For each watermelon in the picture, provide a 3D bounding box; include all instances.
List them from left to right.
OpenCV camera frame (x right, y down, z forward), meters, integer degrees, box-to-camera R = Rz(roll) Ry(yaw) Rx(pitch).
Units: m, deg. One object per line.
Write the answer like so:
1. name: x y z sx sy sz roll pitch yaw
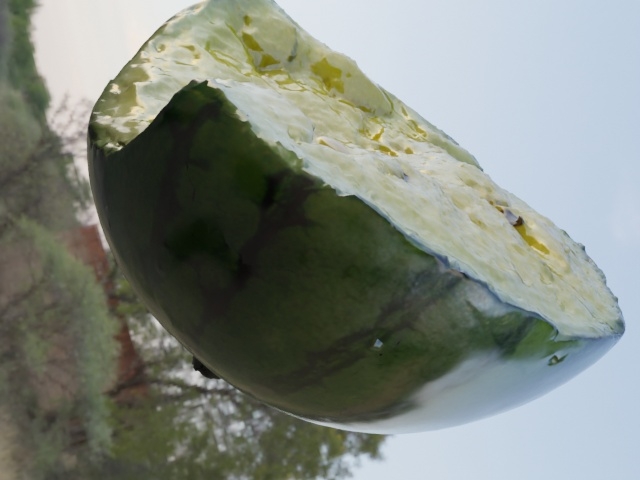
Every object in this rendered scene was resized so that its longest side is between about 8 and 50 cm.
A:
1. watermelon: 0.000 0.000 0.569 0.189 0.331 0.331 -48 -134 21
